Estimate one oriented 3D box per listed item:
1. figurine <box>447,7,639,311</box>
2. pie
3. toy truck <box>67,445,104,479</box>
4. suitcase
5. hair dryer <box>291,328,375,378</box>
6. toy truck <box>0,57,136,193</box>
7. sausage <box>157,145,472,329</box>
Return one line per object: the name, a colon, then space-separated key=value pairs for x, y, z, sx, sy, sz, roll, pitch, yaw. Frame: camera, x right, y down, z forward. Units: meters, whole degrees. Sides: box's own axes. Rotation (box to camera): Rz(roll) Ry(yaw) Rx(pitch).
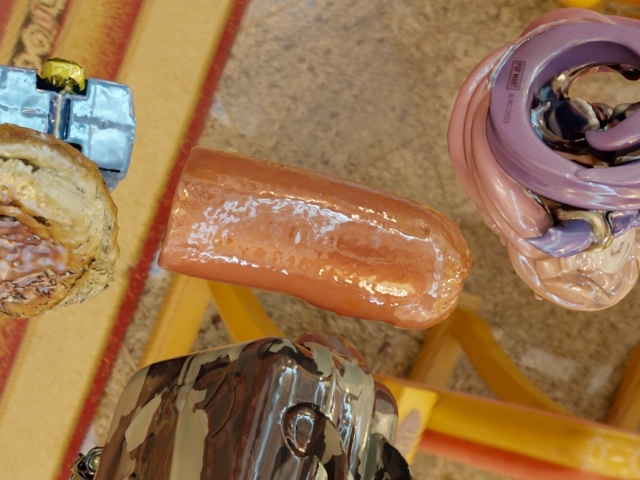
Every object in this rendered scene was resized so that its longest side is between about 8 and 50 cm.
figurine: x=0.110 y=-0.032 z=0.528 sx=0.114 sy=0.157 sz=0.126 roll=11 pitch=61 yaw=-1
pie: x=-0.358 y=-0.017 z=1.318 sx=0.308 sy=0.085 sz=0.308 roll=-1 pitch=140 yaw=-1
toy truck: x=-0.295 y=0.442 z=1.828 sx=0.127 sy=0.257 sz=0.127 roll=-45 pitch=159 yaw=-16
suitcase: x=-0.058 y=0.259 z=0.970 sx=0.194 sy=0.339 sz=0.352 roll=31 pitch=58 yaw=-32
hair dryer: x=-0.067 y=0.280 z=1.235 sx=0.123 sy=0.313 sz=0.340 roll=34 pitch=121 yaw=-27
toy truck: x=-0.435 y=-0.148 z=1.490 sx=0.384 sy=0.162 sz=0.161 roll=6 pitch=71 yaw=-15
sausage: x=0.000 y=0.000 z=0.975 sx=0.259 sy=0.113 sz=0.114 roll=14 pitch=101 yaw=-4
